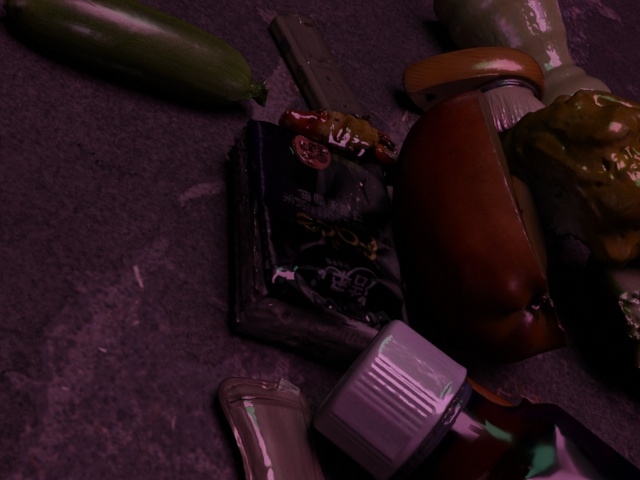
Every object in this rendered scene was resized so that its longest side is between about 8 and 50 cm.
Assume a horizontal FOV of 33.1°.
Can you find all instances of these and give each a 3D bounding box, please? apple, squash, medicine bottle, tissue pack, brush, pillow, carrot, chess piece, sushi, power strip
[{"bbox_3d":[0.250,-0.014,1.542,0.329,0.295,0.364,15,43,-21],"label":"apple"},{"bbox_3d":[-0.241,-0.271,1.501,0.395,0.107,0.107,18,44,-30],"label":"squash"},{"bbox_3d":[0.192,0.266,1.273,0.395,0.242,0.242,42,37,7],"label":"medicine bottle"},{"bbox_3d":[0.000,0.000,1.444,0.245,0.123,0.332,18,44,-25],"label":"tissue pack"},{"bbox_3d":[0.274,-0.230,1.885,0.267,0.174,0.166,3,59,-13],"label":"brush"},{"bbox_3d":[-0.043,0.258,1.229,0.131,0.038,0.232,12,48,-39],"label":"pillow"},{"bbox_3d":[0.243,0.235,1.498,0.139,0.048,0.048,30,40,-18],"label":"carrot"},{"bbox_3d":[0.423,-0.333,2.065,0.234,0.234,0.442,-12,66,-47],"label":"chess piece"},{"bbox_3d":[0.034,-0.148,1.642,0.226,0.103,0.097,25,68,-26],"label":"sushi"},{"bbox_3d":[0.002,-0.265,1.767,0.092,0.034,0.268,-2,56,-43],"label":"power strip"}]

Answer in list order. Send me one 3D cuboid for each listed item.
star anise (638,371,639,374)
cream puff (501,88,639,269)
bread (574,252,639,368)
[{"bbox_3d":[0.615,0.245,1.781,0.212,0.111,0.196,2,42,-26],"label":"star anise"},{"bbox_3d":[0.460,-0.122,1.733,0.270,0.323,0.274,-29,118,-23],"label":"cream puff"},{"bbox_3d":[0.604,0.107,1.756,0.382,0.129,0.366,-14,36,-41],"label":"bread"}]
